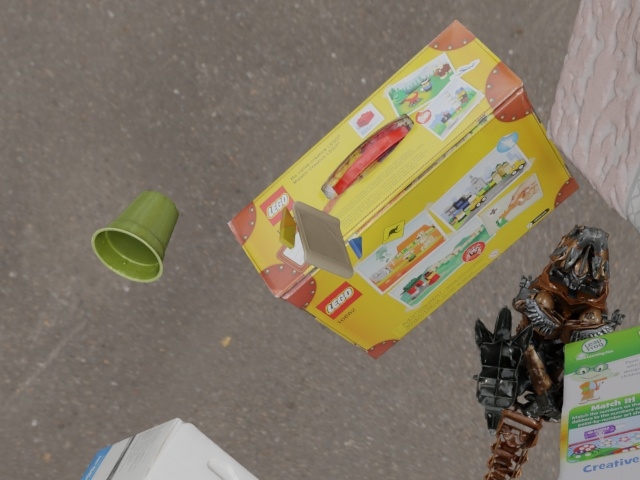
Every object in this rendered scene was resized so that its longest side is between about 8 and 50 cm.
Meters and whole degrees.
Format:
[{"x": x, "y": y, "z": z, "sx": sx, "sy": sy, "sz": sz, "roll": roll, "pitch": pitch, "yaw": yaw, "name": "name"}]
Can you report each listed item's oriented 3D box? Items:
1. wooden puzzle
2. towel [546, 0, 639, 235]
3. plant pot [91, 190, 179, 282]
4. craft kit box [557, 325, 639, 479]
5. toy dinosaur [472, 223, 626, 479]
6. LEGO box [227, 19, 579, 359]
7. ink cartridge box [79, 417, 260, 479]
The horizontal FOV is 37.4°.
[{"x": 0.000, "y": 0.000, "z": 0.944, "sx": 0.014, "sy": 0.116, "sz": 0.078, "roll": -37, "pitch": 41, "yaw": 32, "name": "wooden puzzle"}, {"x": 0.285, "y": -0.179, "z": 0.761, "sx": 0.053, "sy": 0.317, "sz": 0.331, "roll": 7, "pitch": 117, "yaw": -10, "name": "towel"}, {"x": -0.193, "y": -0.011, "z": 1.029, "sx": 0.083, "sy": 0.083, "sz": 0.079, "roll": 11, "pitch": 50, "yaw": 18, "name": "plant pot"}, {"x": 0.307, "y": 0.131, "z": 0.717, "sx": 0.250, "sy": 0.246, "sz": 0.061, "roll": -18, "pitch": 112, "yaw": 24, "name": "craft kit box"}, {"x": 0.242, "y": 0.142, "z": 0.989, "sx": 0.164, "sy": 0.218, "sz": 0.321, "roll": 0, "pitch": 89, "yaw": 9, "name": "toy dinosaur"}, {"x": 0.156, "y": -0.063, "z": 1.625, "sx": 0.500, "sy": 0.372, "sz": 0.193, "roll": -41, "pitch": 54, "yaw": 7, "name": "LEGO box"}, {"x": -0.169, "y": 0.289, "z": 1.047, "sx": 0.148, "sy": 0.203, "sz": 0.086, "roll": 42, "pitch": 51, "yaw": -15, "name": "ink cartridge box"}]
